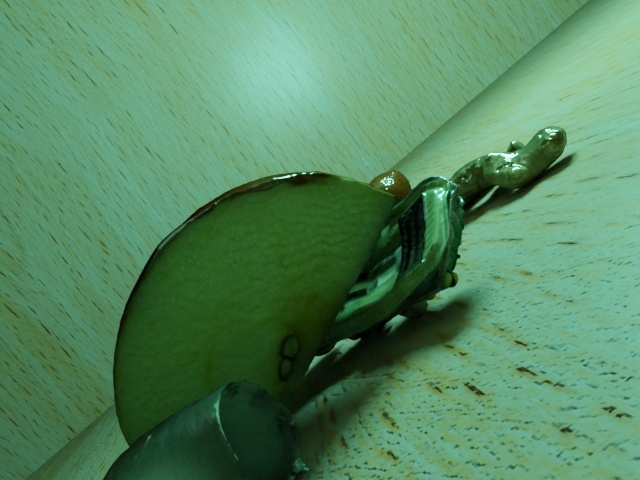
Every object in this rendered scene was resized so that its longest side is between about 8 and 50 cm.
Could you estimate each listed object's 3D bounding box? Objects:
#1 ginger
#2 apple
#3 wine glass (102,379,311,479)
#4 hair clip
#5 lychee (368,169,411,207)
[{"bbox_3d":[0.241,-0.097,0.840,0.149,0.065,0.259,-41,2,-40],"label":"ginger"},{"bbox_3d":[-0.073,0.068,0.616,0.346,0.179,0.254,-61,-12,-2],"label":"apple"},{"bbox_3d":[-0.112,0.202,0.478,0.204,0.111,0.111,-41,4,19],"label":"wine glass"},{"bbox_3d":[0.054,0.055,0.680,0.321,0.091,0.138,-33,35,44],"label":"hair clip"},{"bbox_3d":[0.143,-0.090,1.300,0.140,0.101,0.114,-47,2,-27],"label":"lychee"}]
